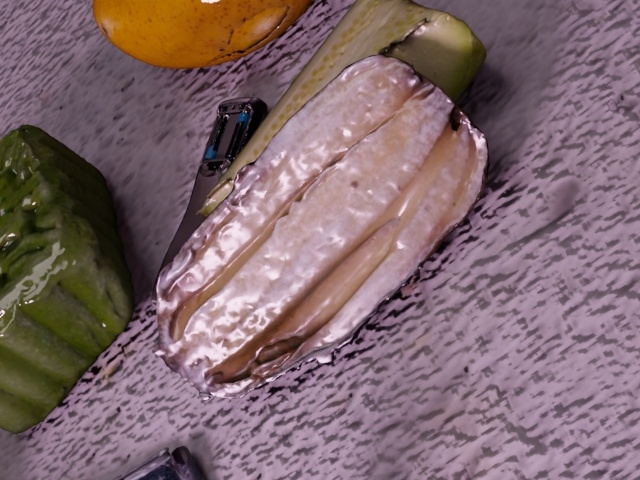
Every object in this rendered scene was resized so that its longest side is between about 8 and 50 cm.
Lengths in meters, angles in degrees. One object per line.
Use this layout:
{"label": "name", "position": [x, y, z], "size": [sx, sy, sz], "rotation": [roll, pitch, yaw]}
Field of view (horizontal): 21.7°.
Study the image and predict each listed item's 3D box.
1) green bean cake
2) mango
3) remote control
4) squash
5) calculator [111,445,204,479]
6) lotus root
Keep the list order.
{"label": "green bean cake", "position": [-0.281, 0.036, 1.548], "size": [0.222, 0.125, 0.248], "rotation": [-46, 42, 8]}
{"label": "mango", "position": [-0.099, -0.259, 1.558], "size": [0.290, 0.160, 0.191], "rotation": [-30, 56, 30]}
{"label": "remote control", "position": [-0.100, -0.034, 1.501], "size": [0.059, 0.028, 0.212], "rotation": [0, 64, 41]}
{"label": "squash", "position": [0.021, -0.081, 1.372], "size": [0.252, 0.093, 0.169], "rotation": [-52, 24, 1]}
{"label": "calculator", "position": [-0.200, 0.279, 1.328], "size": [0.274, 0.028, 0.166], "rotation": [-31, 42, -5]}
{"label": "lotus root", "position": [0.000, 0.001, 1.340], "size": [0.329, 0.078, 0.167], "rotation": [-43, 80, 18]}
